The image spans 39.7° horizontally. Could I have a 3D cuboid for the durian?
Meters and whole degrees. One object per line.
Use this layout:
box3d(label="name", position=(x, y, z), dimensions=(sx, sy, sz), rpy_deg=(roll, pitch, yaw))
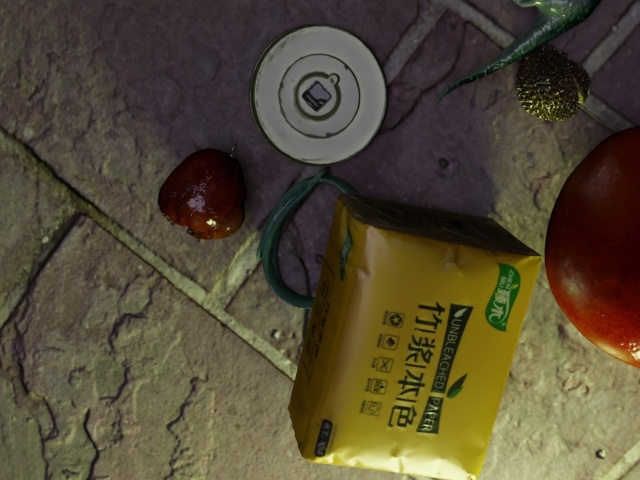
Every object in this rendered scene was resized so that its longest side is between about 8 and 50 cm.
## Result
box3d(label="durian", position=(0.349, -0.249, 1.353), dimensions=(0.110, 0.071, 0.140), rpy_deg=(-27, 88, 16))

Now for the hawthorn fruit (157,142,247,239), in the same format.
box3d(label="hawthorn fruit", position=(-0.182, -0.087, 1.471), dimensions=(0.148, 0.148, 0.172), rpy_deg=(28, 93, 7))

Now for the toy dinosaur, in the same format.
box3d(label="toy dinosaur", position=(0.314, -0.354, 1.334), dimensions=(0.383, 0.076, 0.129), rpy_deg=(-30, 80, 12))

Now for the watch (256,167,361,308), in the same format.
box3d(label="watch", position=(0.000, 0.000, 1.484), dimensions=(0.195, 0.068, 0.237), rpy_deg=(20, 108, 11))

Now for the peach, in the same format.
box3d(label="peach", position=(0.487, 0.008, 1.218), dimensions=(0.370, 0.370, 0.370), rpy_deg=(2, 101, 13))

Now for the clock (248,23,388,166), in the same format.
box3d(label="clock", position=(-0.005, -0.237, 1.456), dimensions=(0.234, 0.029, 0.235), rpy_deg=(2, 100, 13))

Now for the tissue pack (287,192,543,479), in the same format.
box3d(label="tissue pack", position=(0.134, 0.147, 1.364), dimensions=(0.293, 0.228, 0.382), rpy_deg=(10, 103, -13))
